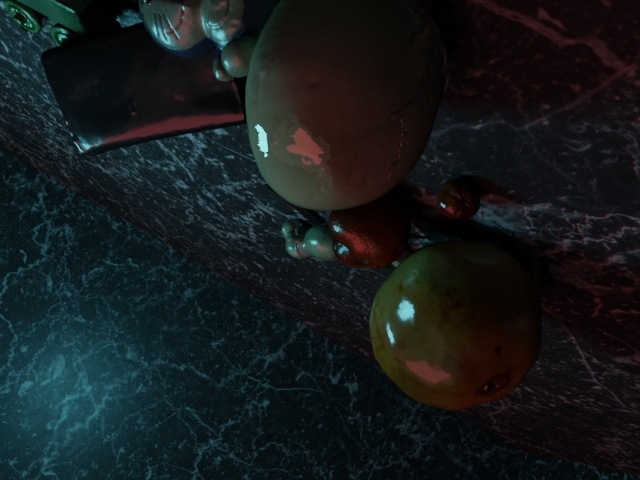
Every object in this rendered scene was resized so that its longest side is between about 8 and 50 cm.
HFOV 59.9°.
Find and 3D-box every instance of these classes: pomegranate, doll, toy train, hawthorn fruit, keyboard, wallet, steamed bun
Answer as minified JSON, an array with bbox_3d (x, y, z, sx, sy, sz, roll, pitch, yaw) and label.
[{"bbox_3d":[0.309,0.177,1.300,0.411,0.412,0.411,26,161,10],"label":"pomegranate"},{"bbox_3d":[-0.006,0.012,1.707,0.274,0.113,0.154,10,170,41],"label":"doll"},{"bbox_3d":[-0.535,-0.497,1.124,0.265,0.145,0.202,29,158,1],"label":"toy train"},{"bbox_3d":[0.145,-0.024,1.304,0.243,0.208,0.207,12,158,11],"label":"hawthorn fruit"},{"bbox_3d":[-0.074,-0.109,1.659,0.204,0.013,0.061,38,161,-25],"label":"keyboard"},{"bbox_3d":[-0.346,-0.308,1.104,0.405,0.062,0.229,-7,114,18],"label":"wallet"},{"bbox_3d":[0.051,-0.192,0.802,0.232,0.312,0.334,12,158,24],"label":"steamed bun"},{"bbox_3d":[-0.184,-0.384,0.895,0.258,0.154,0.228,15,119,16],"label":"doll"},{"bbox_3d":[0.278,-0.083,1.122,0.093,0.093,0.093,26,161,10],"label":"hawthorn fruit"}]

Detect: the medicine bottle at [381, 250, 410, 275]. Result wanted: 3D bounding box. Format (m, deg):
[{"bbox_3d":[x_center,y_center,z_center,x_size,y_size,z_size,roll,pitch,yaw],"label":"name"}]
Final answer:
[{"bbox_3d":[0.194,0.046,1.566,0.219,0.078,0.115,37,161,-24],"label":"medicine bottle"}]
